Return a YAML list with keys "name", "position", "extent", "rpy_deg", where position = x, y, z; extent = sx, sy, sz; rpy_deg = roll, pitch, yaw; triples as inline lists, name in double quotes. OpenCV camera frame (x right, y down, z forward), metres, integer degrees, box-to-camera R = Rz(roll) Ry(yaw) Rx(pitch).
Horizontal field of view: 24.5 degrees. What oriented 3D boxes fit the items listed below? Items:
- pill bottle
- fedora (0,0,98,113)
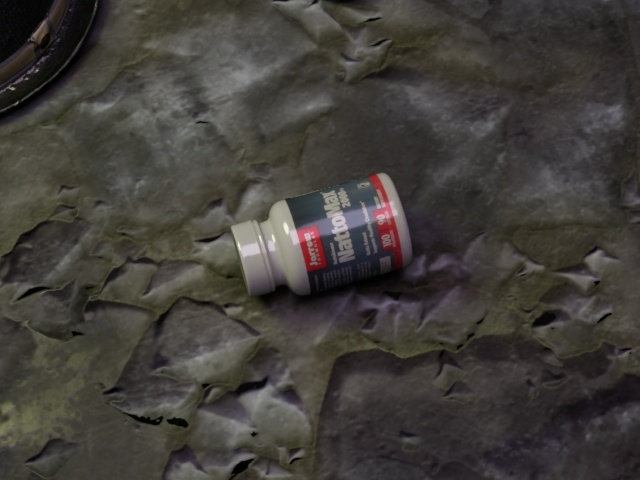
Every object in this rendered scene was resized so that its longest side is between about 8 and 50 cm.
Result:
- name: "pill bottle"
  position: [0.000, 0.000, 1.593]
  extent: [0.180, 0.108, 0.108]
  rpy_deg: [-16, 68, -5]
- name: "fedora"
  position: [-0.423, -0.304, 1.705]
  extent: [0.333, 0.152, 0.334]
  rpy_deg: [0, 67, 1]
